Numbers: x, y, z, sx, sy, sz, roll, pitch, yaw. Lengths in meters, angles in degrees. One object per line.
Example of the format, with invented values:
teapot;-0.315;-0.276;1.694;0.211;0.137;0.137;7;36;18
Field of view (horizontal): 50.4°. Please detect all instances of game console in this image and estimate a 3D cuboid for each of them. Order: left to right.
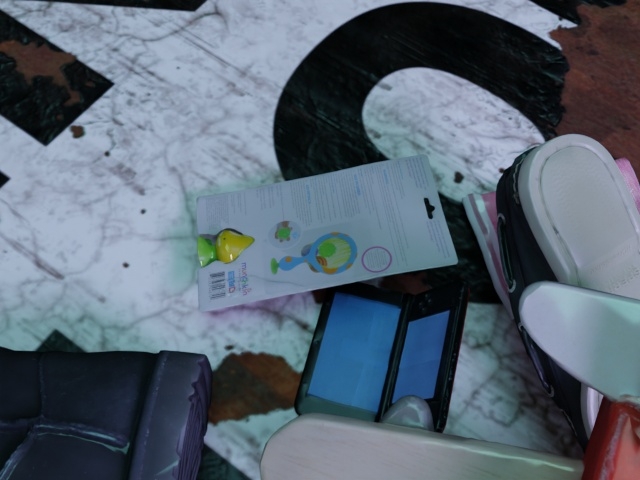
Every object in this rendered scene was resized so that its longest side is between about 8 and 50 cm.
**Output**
game console;0.055;0.097;0.610;0.085;0.124;0.144;26;62;-20

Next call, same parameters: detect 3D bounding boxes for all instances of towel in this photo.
towel;0.259;-0.008;0.702;0.197;0.029;0.144;-14;65;-10

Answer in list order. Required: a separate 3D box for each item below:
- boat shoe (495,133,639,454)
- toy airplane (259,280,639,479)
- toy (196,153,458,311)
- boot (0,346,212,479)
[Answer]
boat shoe;0.234;0.079;0.603;0.127;0.113;0.340;-26;95;-15
toy airplane;0.194;0.218;0.451;0.384;0.272;0.386;-31;65;0
toy;0.000;0.000;0.663;0.237;0.056;0.137;-9;54;0
boot;-0.324;0.220;0.457;0.445;0.146;0.367;5;44;0
